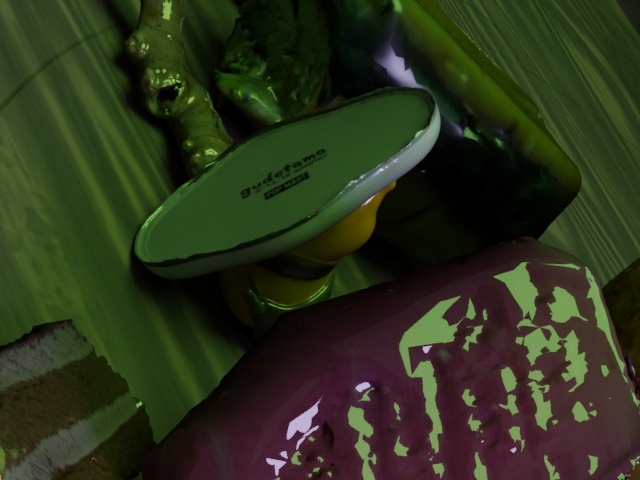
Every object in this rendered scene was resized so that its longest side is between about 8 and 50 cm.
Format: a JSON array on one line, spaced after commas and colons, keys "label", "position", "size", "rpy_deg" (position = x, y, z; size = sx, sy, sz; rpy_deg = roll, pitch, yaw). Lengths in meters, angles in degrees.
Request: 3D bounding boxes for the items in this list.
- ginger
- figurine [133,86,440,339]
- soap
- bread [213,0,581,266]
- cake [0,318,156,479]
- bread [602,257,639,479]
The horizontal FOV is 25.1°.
[{"label": "ginger", "position": [-0.138, -0.161, 1.244], "size": [0.089, 0.075, 0.288], "rpy_deg": [3, 57, -51]}, {"label": "figurine", "position": [0.000, 0.000, 1.102], "size": [0.141, 0.250, 0.167], "rpy_deg": [60, 16, -28]}, {"label": "soap", "position": [0.055, 0.138, 0.886], "size": [0.324, 0.127, 0.220], "rpy_deg": [-16, 73, -15]}, {"label": "bread", "position": [0.073, -0.125, 1.369], "size": [0.376, 0.208, 0.251], "rpy_deg": [35, 23, -31]}, {"label": "cake", "position": [-0.166, 0.117, 0.800], "size": [0.116, 0.112, 0.295], "rpy_deg": [53, 20, -1]}, {"label": "bread", "position": [0.259, 0.176, 1.105], "size": [0.250, 0.394, 0.361], "rpy_deg": [26, 24, 5]}]
